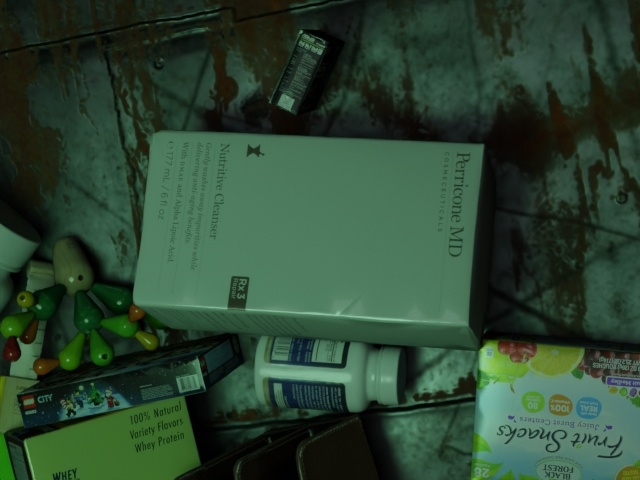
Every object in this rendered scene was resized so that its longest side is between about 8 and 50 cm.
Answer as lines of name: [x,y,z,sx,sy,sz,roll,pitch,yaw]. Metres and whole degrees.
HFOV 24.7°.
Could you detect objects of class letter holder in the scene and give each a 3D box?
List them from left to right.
letter holder: [-0.027,0.383,1.683,0.152,0.214,0.302,-16,92,40]

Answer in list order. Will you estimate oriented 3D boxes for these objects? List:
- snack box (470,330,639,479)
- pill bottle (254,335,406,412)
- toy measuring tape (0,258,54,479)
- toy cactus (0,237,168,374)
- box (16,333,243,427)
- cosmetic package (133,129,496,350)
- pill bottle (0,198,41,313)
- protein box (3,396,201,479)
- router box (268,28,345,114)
snack box: [0.283,0.202,1.687,0.207,0.070,0.175,5,97,14]
pill bottle: [0.013,0.155,1.733,0.169,0.094,0.094,3,97,13]
toy measuring tape: [-0.388,0.192,1.840,0.121,0.121,0.330,4,78,13]
toy cactus: [-0.291,0.071,1.773,0.219,0.112,0.180,-10,55,-21]
box: [-0.225,0.166,1.757,0.233,0.159,0.044,-13,95,14]
cosmetic package: [0.000,0.000,1.662,0.384,0.156,0.217,1,76,14]
pill bottle: [-0.481,0.072,1.800,0.160,0.160,0.283,39,94,7]
protein box: [-0.249,0.301,1.745,0.199,0.136,0.201,-15,93,-22]
router box: [-0.014,-0.196,1.689,0.038,0.122,0.092,25,102,5]
